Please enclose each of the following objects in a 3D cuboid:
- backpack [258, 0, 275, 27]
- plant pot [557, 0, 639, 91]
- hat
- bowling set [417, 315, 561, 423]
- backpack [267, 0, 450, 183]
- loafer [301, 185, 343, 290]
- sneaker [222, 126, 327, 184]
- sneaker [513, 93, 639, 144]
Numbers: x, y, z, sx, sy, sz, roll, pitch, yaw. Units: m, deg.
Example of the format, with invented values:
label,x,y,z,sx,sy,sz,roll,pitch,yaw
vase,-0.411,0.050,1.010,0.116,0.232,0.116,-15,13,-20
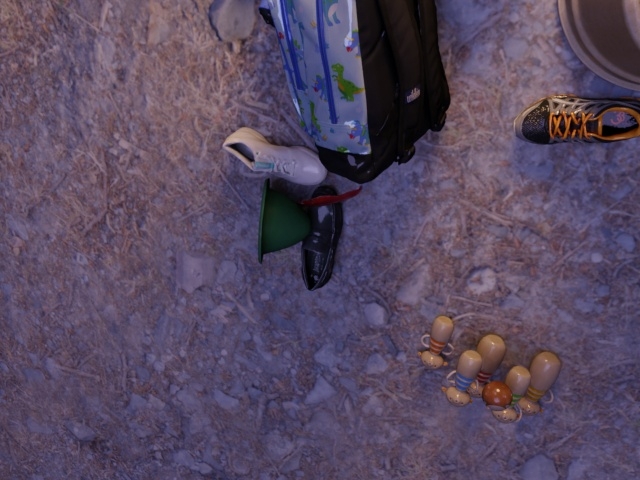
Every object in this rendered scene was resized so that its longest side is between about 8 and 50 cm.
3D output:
label,x,y,z,sx,sy,sz,roll,pitch,yaw
backpack,-0.041,-0.412,1.021,0.120,0.098,0.101,17,88,12
plant pot,0.491,-0.336,0.745,0.333,0.305,0.334,7,114,16
hat,-0.026,-0.032,1.151,0.183,0.208,0.173,4,96,-3
bowling set,0.316,0.290,1.145,0.287,0.200,0.154,20,119,15
backpack,0.060,-0.321,0.883,0.273,0.290,0.356,27,145,27
loafer,0.000,0.000,1.191,0.076,0.078,0.223,12,116,14
sneaker,-0.094,-0.155,1.149,0.212,0.094,0.080,21,116,9
sneaker,0.429,-0.196,0.955,0.214,0.083,0.084,-3,113,22
